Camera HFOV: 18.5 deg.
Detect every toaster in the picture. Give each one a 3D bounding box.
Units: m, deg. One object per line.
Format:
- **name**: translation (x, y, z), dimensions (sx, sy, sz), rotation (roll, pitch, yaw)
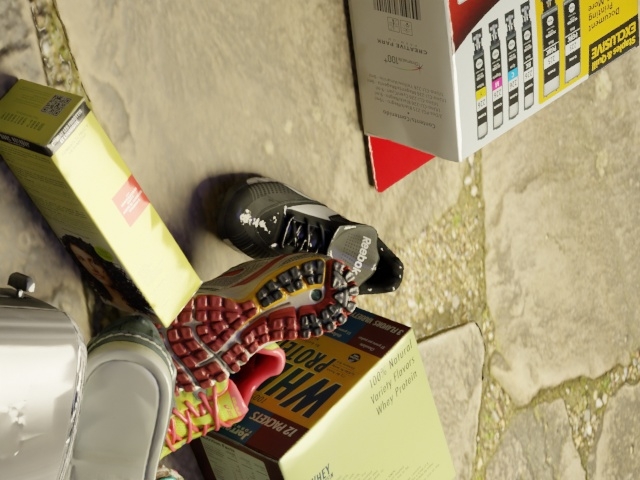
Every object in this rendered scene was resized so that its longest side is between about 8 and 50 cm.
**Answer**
- **toaster**: translation (-0.277, 0.138, 1.559), dimensions (0.146, 0.129, 0.227), rotation (-4, 108, -51)

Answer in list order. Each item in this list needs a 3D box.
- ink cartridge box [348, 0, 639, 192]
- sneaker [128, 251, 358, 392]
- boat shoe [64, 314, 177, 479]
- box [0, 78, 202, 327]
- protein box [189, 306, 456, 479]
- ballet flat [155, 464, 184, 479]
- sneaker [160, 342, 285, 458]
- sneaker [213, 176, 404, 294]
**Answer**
- **ink cartridge box**: translation (0.180, -0.209, 1.954), dimensions (0.309, 0.130, 0.272), rotation (-33, 128, -38)
- **sneaker**: translation (-0.080, 0.070, 1.757), dimensions (0.225, 0.093, 0.088), rotation (-16, 104, -9)
- **boat shoe**: translation (-0.194, 0.208, 1.689), dimensions (0.116, 0.099, 0.319), rotation (15, 116, -9)
- **box**: translation (-0.187, -0.028, 1.633), dimensions (0.058, 0.087, 0.232), rotation (-51, 135, -23)
- **protein box**: translation (0.001, 0.198, 1.895), dimensions (0.200, 0.136, 0.201), rotation (-43, 133, -30)
- **ballet flat**: translation (-0.151, 0.290, 1.798), dimensions (0.091, 0.077, 0.241), rotation (-29, 130, -25)
- **sneaker**: translation (-0.114, 0.145, 1.775), dimensions (0.208, 0.094, 0.081), rotation (-46, 136, -26)
- **sneaker**: translation (0.000, 0.000, 1.842), dimensions (0.234, 0.106, 0.078), rotation (25, 84, -50)
